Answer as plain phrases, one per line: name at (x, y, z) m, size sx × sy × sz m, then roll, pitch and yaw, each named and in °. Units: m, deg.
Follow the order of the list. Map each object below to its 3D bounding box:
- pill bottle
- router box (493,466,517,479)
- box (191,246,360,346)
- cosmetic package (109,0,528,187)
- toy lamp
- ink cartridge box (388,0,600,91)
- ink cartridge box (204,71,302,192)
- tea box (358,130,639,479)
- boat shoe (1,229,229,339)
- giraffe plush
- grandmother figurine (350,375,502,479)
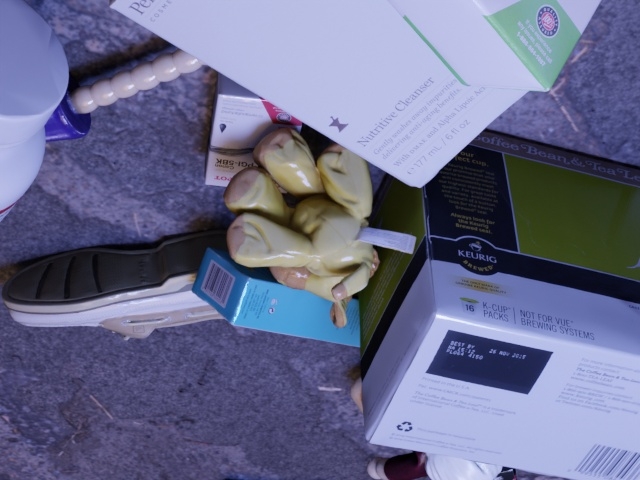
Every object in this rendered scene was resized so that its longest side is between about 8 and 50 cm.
pill bottle at (-0.431, -0.081, 1.482) m, size 0.229 × 0.229 × 0.408 m, roll 26°, pitch 134°, yaw -24°
router box at (0.214, 0.280, 1.944) m, size 0.092 × 0.122 × 0.038 m, roll -12°, pitch 138°, yaw 12°
box at (-0.023, 0.071, 1.691) m, size 0.244 × 0.100 × 0.060 m, roll 13°, pitch 104°, yaw -39°
cosmetic package at (0.013, -0.241, 1.397) m, size 0.385 × 0.156 × 0.217 m, roll 26°, pitch 131°, yaw -25°
toy lamp at (-0.203, -0.172, 1.523) m, size 0.275 × 0.080 × 0.080 m, roll -20°, pitch 132°, yaw 15°
ink cartridge box at (0.175, -0.299, 1.259) m, size 0.115 × 0.273 × 0.198 m, roll 10°, pitch 154°, yaw 51°
ink cartridge box at (-0.073, -0.122, 1.585) m, size 0.099 × 0.056 × 0.135 m, roll 6°, pitch 134°, yaw -7°
tea box at (0.230, 0.068, 1.590) m, size 0.329 × 0.323 × 0.220 m, roll 13°, pitch 133°, yaw -12°
boat shoe at (-0.232, 0.071, 1.738) m, size 0.302 × 0.113 × 0.103 m, roll -8°, pitch 129°, yaw 6°
giraffe plush at (0.000, 0.000, 1.563) m, size 0.210 × 0.181 × 0.170 m, roll 29°, pitch 160°, yaw 11°
grandmother figurine at (0.134, 0.210, 1.724) m, size 0.104 × 0.342 × 0.207 m, roll 20°, pitch 99°, yaw -17°
